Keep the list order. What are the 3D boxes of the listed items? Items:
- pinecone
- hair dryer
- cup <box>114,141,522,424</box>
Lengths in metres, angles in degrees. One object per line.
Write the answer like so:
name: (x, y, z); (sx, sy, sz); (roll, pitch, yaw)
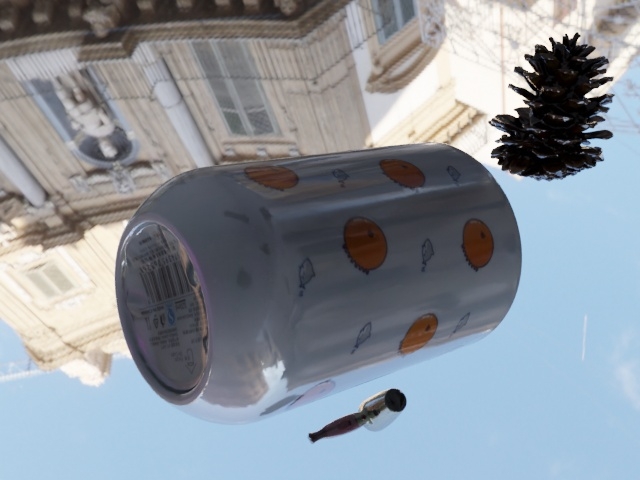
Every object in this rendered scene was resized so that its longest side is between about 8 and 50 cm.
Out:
pinecone: (0.453, -0.260, 1.370); (0.246, 0.292, 0.246); (3, -155, -2)
hair dryer: (0.052, 0.278, 1.069); (0.154, 0.106, 0.054); (-20, -109, -21)
cup: (-0.002, 0.026, 0.614); (0.317, 0.212, 0.212); (-10, -141, -41)
